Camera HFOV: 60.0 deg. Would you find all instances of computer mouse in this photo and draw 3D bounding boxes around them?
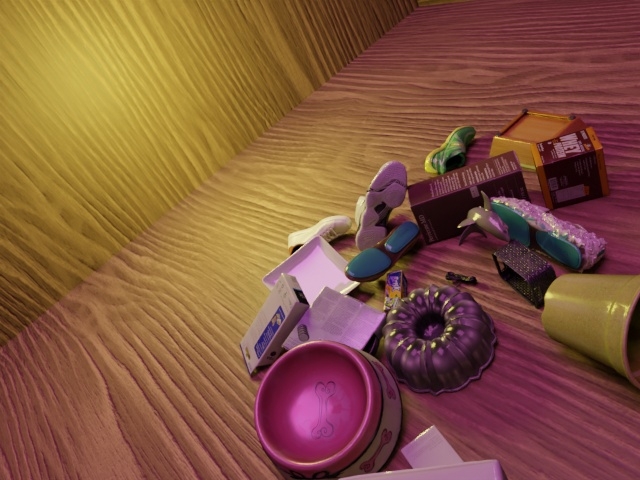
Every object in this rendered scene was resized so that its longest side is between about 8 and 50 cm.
[{"bbox_3d":[0.396,0.169,1.733,0.106,0.042,0.193,18,57,47],"label":"computer mouse"}]

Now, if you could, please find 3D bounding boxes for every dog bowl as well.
[{"bbox_3d":[0.003,0.451,1.482,0.408,0.150,0.408,-14,53,19],"label":"dog bowl"}]

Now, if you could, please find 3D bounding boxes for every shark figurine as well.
[{"bbox_3d":[0.484,-0.056,1.764,0.116,0.166,0.278,-29,3,-5],"label":"shark figurine"}]

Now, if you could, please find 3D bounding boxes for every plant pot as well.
[{"bbox_3d":[0.688,0.185,1.323,0.276,0.276,0.254,-43,25,-18],"label":"plant pot"}]

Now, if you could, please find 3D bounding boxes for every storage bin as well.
[{"bbox_3d":[0.594,0.093,1.607,0.084,0.122,0.180,-32,34,-2],"label":"storage bin"}]

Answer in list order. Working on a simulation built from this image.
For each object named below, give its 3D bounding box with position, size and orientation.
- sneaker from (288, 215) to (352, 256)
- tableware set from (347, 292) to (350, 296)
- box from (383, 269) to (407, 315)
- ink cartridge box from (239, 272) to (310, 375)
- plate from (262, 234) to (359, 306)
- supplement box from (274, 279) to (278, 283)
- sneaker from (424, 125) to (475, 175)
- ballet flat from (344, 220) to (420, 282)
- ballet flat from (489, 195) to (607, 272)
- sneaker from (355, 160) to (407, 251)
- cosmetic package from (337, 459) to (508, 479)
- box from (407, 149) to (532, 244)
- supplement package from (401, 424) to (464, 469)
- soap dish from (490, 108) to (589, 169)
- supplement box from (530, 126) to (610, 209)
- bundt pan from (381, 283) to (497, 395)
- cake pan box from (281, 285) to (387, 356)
[{"bbox_3d":[0.000,0.000,2.217,0.290,0.106,0.123,-23,43,25],"label":"sneaker"},{"bbox_3d":[0.066,0.165,2.012,0.141,0.020,0.168,2,46,38],"label":"tableware set"},{"bbox_3d":[0.249,0.177,1.824,0.059,0.054,0.169,-15,37,23],"label":"box"},{"bbox_3d":[-0.162,0.290,1.887,0.332,0.065,0.165,-57,36,20],"label":"ink cartridge box"},{"bbox_3d":[-0.027,0.148,1.985,0.278,0.045,0.277,-39,56,-12],"label":"plate"},{"bbox_3d":[-0.153,0.177,2.090,0.036,0.098,0.062,-34,32,-19],"label":"supplement box"},{"bbox_3d":[0.548,-0.355,2.259,0.123,0.109,0.295,34,65,29],"label":"sneaker"},{"bbox_3d":[0.217,0.062,1.933,0.116,0.124,0.342,39,61,23],"label":"ballet flat"},{"bbox_3d":[0.692,-0.032,1.704,0.147,0.147,0.409,-36,40,-8],"label":"ballet flat"},{"bbox_3d":[0.213,-0.149,2.066,0.137,0.365,0.210,13,27,-8],"label":"sneaker"},{"bbox_3d":[0.223,0.663,0.974,0.327,0.329,0.393,-17,35,20],"label":"cosmetic package"},{"bbox_3d":[0.512,-0.145,1.914,0.381,0.191,0.143,-18,36,19],"label":"box"},{"bbox_3d":[0.287,0.543,1.280,0.105,0.105,0.179,-35,33,-6],"label":"supplement package"},{"bbox_3d":[0.805,-0.377,2.054,0.229,0.118,0.291,-40,34,-14],"label":"soap dish"},{"bbox_3d":[0.807,-0.230,1.796,0.194,0.191,0.129,-15,37,21],"label":"supplement box"},{"bbox_3d":[0.319,0.259,1.566,0.331,0.124,0.330,-18,45,19],"label":"bundt pan"},{"bbox_3d":[0.052,0.291,1.714,0.267,0.070,0.245,21,68,36],"label":"cake pan box"}]
